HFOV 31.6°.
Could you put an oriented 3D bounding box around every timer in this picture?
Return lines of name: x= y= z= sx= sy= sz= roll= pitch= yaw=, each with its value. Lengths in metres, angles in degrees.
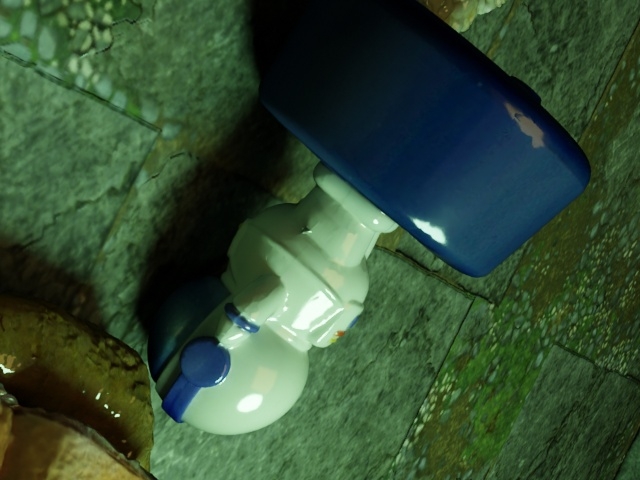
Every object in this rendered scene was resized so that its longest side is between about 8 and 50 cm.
timer: x=0.000 y=0.000 z=0.925 sx=0.383 sy=0.270 sz=0.270 roll=-50 pitch=148 yaw=5

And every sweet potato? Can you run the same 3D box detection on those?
sweet potato: x=-0.188 y=0.113 z=0.848 sx=0.114 sy=0.092 sz=0.341 roll=-33 pitch=143 yaw=-1

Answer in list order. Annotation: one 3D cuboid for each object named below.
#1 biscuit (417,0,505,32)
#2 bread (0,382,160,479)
biscuit: x=0.132 y=-0.280 z=1.064 sx=0.265 sy=0.040 sz=0.188 roll=9 pitch=104 yaw=-55
bread: x=-0.219 y=0.193 z=0.771 sx=0.244 sy=0.190 sz=0.123 roll=61 pitch=29 yaw=-52
